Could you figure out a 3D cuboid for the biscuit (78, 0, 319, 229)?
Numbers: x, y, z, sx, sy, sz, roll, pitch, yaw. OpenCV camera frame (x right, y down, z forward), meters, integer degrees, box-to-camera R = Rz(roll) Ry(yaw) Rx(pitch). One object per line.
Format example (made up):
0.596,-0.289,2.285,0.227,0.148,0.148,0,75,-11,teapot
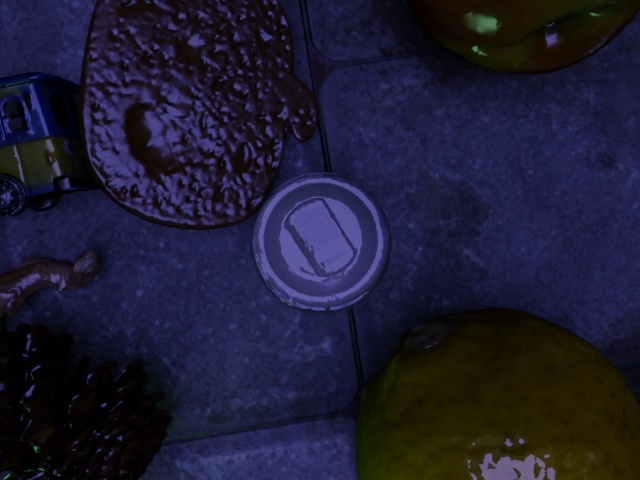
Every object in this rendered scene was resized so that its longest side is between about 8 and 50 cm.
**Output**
-0.154,-0.197,0.838,0.314,0.063,0.368,7,88,-18,biscuit

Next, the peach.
0.247,-0.372,0.749,0.307,0.308,0.333,-8,79,-1,peach

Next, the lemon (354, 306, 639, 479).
0.214,0.252,0.759,0.349,0.350,0.387,-26,104,1,lemon

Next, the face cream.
0.000,0.000,0.829,0.177,0.153,0.177,0,93,-2,face cream

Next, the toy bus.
-0.451,-0.109,0.816,0.287,0.138,0.175,-12,96,-1,toy bus

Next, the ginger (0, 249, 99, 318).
-0.431,0.077,0.864,0.288,0.075,0.089,-17,72,4,ginger

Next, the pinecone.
-0.345,0.222,0.807,0.292,0.246,0.246,37,93,11,pinecone
